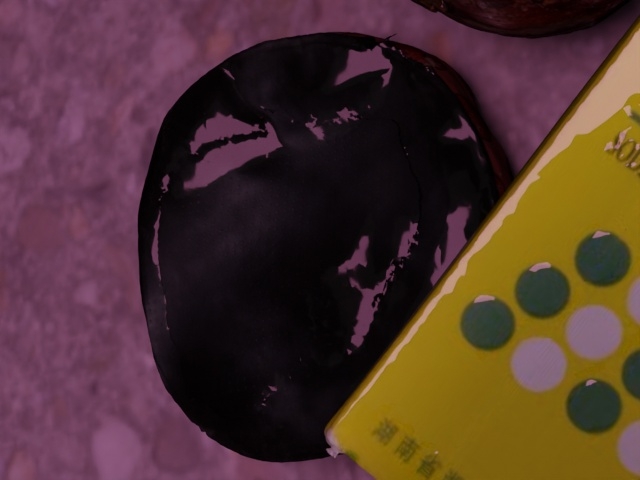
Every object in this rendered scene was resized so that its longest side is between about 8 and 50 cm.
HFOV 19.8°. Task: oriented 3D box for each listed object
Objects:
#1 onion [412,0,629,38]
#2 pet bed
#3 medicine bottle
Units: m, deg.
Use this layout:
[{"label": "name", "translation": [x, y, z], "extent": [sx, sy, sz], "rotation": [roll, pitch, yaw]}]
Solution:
[{"label": "onion", "translation": [0.076, -0.190, 0.749], "extent": [0.173, 0.135, 0.198], "rotation": [28, 98, 25]}, {"label": "pet bed", "translation": [0.000, 0.000, 0.822], "extent": [0.201, 0.053, 0.201], "rotation": [-2, 86, 29]}, {"label": "medicine bottle", "translation": [0.133, 0.010, 0.678], "extent": [0.137, 0.141, 0.250], "rotation": [39, 105, 9]}]
